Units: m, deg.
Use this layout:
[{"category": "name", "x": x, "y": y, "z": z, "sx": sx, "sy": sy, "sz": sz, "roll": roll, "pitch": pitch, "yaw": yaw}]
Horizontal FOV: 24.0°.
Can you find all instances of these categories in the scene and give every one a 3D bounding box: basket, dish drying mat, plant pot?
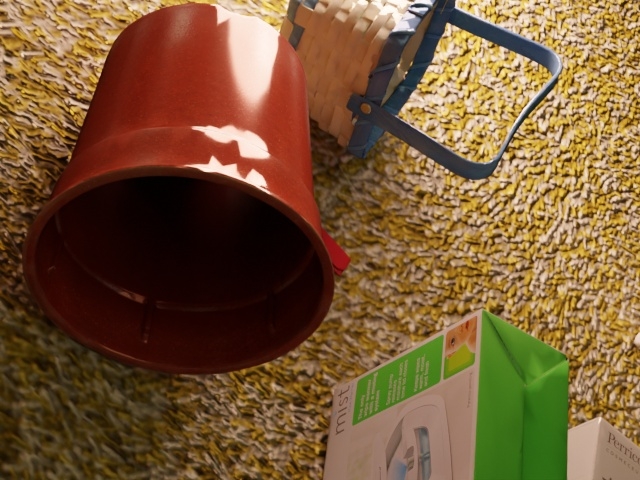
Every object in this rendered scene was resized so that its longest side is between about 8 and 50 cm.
[{"category": "basket", "x": 0.108, "y": -0.202, "z": 1.690, "sx": 0.289, "sy": 0.201, "sz": 0.255, "roll": 27, "pitch": 42, "yaw": 13}, {"category": "dish drying mat", "x": 0.000, "y": 0.000, "z": 1.636, "sx": 0.083, "sy": 0.008, "sz": 0.032, "roll": 47, "pitch": 42, "yaw": -11}, {"category": "plant pot", "x": -0.119, "y": -0.062, "z": 1.395, "sx": 0.272, "sy": 0.272, "sz": 0.265, "roll": 30, "pitch": 41, "yaw": -27}]

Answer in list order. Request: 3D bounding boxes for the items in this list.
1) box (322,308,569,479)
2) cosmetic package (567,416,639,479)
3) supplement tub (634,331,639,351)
[{"category": "box", "x": 0.115, "y": 0.237, "z": 1.436, "sx": 0.127, "sy": 0.231, "sz": 0.262, "roll": 30, "pitch": 49, "yaw": -28}, {"category": "cosmetic package", "x": 0.267, "y": 0.309, "z": 1.524, "sx": 0.151, "sy": 0.151, "sz": 0.183, "roll": 38, "pitch": 46, "yaw": -22}, {"category": "supplement tub", "x": 0.458, "y": 0.152, "z": 1.927, "sx": 0.107, "sy": 0.071, "sz": 0.071, "roll": 55, "pitch": 42, "yaw": -3}]
